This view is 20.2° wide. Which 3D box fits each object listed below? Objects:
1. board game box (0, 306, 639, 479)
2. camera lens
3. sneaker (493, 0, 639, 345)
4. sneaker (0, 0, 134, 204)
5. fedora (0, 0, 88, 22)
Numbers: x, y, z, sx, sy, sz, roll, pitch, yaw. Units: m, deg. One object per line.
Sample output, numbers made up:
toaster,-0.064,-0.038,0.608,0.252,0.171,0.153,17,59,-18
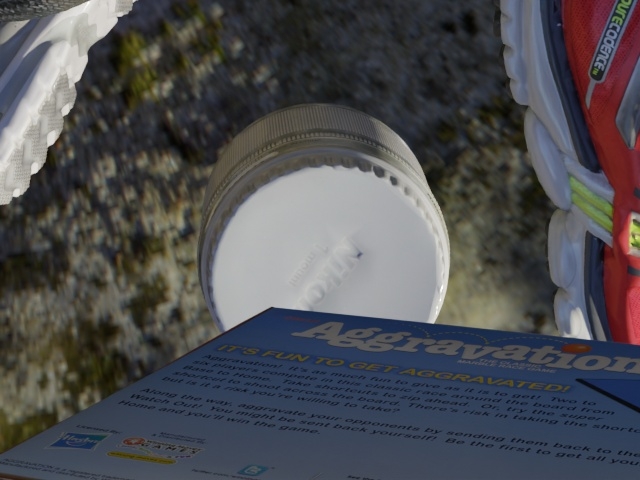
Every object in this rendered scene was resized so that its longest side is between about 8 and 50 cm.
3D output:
board game box,0.080,0.056,0.387,0.281,0.145,0.027,5,106,26
camera lens,0.000,0.000,1.622,0.219,0.274,0.219,0,103,-2
sneaker,0.145,-0.016,0.638,0.107,0.118,0.279,-53,138,-25
sneaker,-0.179,-0.166,1.107,0.115,0.105,0.281,25,69,4
fedora,-0.184,-0.289,0.981,0.334,0.152,0.334,13,132,15
